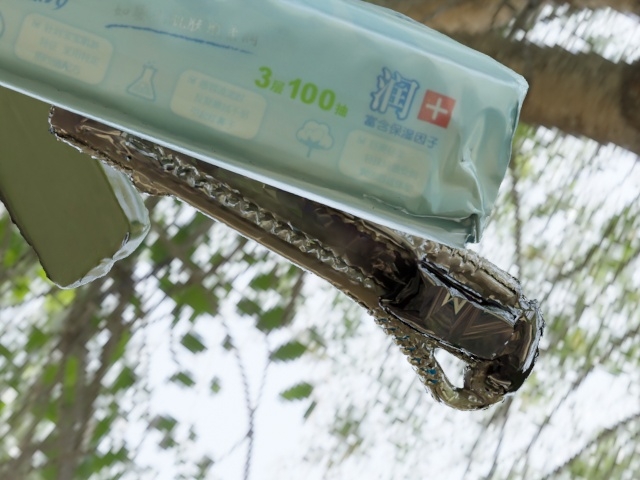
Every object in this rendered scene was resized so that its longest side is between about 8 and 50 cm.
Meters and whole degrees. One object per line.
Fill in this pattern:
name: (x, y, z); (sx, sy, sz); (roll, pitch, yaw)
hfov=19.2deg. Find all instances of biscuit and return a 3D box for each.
biscuit: (-0.195, -0.125, 1.108); (0.099, 0.038, 0.322); (-36, -101, 41)

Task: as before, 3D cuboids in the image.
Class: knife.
knife: (0.003, 0.003, 1.034); (0.365, 0.043, 0.089); (33, -81, -34)

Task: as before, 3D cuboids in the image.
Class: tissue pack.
tissue pack: (-0.052, -0.084, 0.809); (0.263, 0.177, 0.089); (21, -85, -7)
